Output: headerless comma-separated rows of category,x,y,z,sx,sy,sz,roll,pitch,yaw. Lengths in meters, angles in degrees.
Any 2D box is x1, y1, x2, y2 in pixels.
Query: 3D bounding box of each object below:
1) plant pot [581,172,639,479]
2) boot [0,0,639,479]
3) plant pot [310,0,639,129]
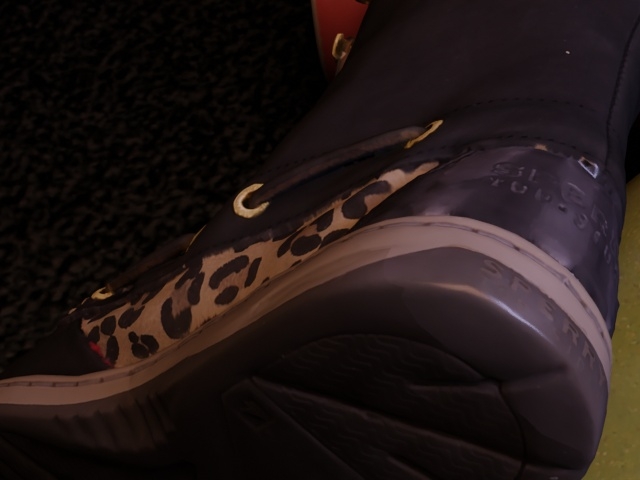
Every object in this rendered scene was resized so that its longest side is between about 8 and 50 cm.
plant pot,0.175,0.088,0.552,0.293,0.275,0.275,-28,64,1
boot,0.000,0.000,0.551,0.138,0.377,0.284,42,51,-15
plant pot,0.121,-0.185,0.704,0.243,0.275,0.275,-2,59,7
